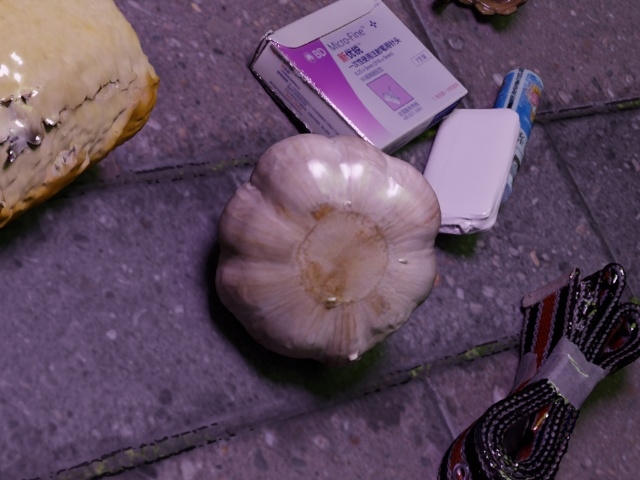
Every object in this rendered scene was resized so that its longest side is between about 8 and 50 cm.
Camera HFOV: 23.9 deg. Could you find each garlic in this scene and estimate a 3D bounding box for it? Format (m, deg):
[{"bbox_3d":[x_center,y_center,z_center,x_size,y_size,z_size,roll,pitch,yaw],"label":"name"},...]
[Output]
[{"bbox_3d":[0.000,0.000,1.413,0.218,0.218,0.212,36,5,-15],"label":"garlic"}]

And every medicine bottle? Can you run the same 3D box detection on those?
[{"bbox_3d":[0.213,-0.121,1.722,0.051,0.051,0.191,37,47,-15],"label":"medicine bottle"},{"bbox_3d":[0.041,-0.171,1.603,0.171,0.052,0.201,48,42,8],"label":"medicine bottle"}]

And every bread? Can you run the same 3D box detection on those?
[{"bbox_3d":[-0.315,-0.100,1.192,0.236,0.165,0.375,48,44,2],"label":"bread"}]

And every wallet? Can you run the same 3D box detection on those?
[{"bbox_3d":[0.159,-0.076,1.627,0.190,0.095,0.033,-71,153,-44],"label":"wallet"}]

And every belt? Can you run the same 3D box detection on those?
[{"bbox_3d":[0.230,0.152,1.526,0.126,0.094,0.359,47,45,-6],"label":"belt"}]

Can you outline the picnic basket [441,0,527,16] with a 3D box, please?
[{"bbox_3d":[0.197,-0.332,1.787,0.138,0.128,0.178,44,27,-4],"label":"picnic basket"}]
